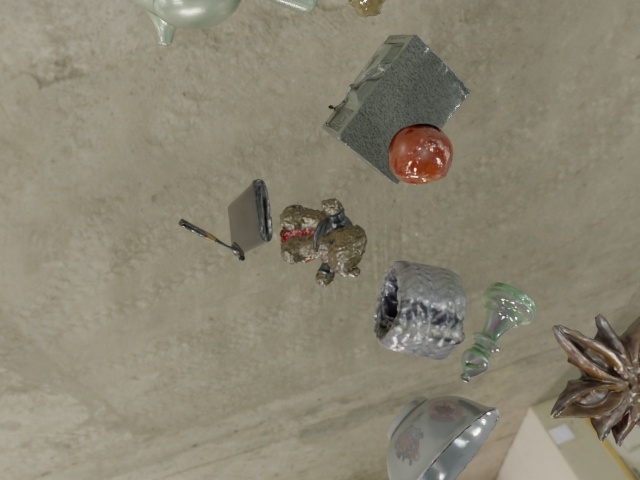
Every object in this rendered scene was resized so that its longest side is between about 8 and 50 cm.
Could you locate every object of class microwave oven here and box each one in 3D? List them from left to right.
[{"bbox_3d":[0.266,-0.496,1.684,0.374,0.236,0.432,33,100,-24],"label":"microwave oven"}]

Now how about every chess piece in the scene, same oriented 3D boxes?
[{"bbox_3d":[0.443,0.252,1.173,0.271,0.139,0.139,-52,137,-16],"label":"chess piece"}]

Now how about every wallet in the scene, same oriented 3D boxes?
[{"bbox_3d":[-0.279,-0.075,1.723,0.062,0.228,0.406,-7,174,-25],"label":"wallet"}]

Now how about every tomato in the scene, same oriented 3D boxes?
[{"bbox_3d":[0.318,-0.279,1.435,0.208,0.184,0.208,-4,173,0],"label":"tomato"}]

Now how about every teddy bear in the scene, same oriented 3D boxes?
[{"bbox_3d":[0.016,-0.006,0.944,0.129,0.251,0.181,-19,116,-30],"label":"teddy bear"}]

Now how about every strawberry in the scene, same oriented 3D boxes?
[{"bbox_3d":[-0.057,-0.023,1.647,0.187,0.184,0.201,-13,132,-46],"label":"strawberry"}]

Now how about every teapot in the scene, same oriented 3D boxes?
[{"bbox_3d":[-0.153,-0.430,0.710,0.318,0.220,0.149,-20,96,-8],"label":"teapot"}]

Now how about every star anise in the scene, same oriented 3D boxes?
[{"bbox_3d":[0.611,0.283,0.902,0.350,0.109,0.292,-13,97,-6],"label":"star anise"}]

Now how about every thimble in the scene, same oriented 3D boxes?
[{"bbox_3d":[0.220,0.161,1.029,0.157,0.245,0.217,10,93,-4],"label":"thimble"}]

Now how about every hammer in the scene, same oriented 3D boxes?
[{"bbox_3d":[-0.296,-0.007,1.230,0.201,0.078,0.021,31,101,-29],"label":"hammer"}]

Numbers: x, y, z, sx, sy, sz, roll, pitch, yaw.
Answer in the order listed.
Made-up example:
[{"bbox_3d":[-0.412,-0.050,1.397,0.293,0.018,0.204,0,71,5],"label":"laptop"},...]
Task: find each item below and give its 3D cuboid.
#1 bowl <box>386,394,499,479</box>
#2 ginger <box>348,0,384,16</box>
[{"bbox_3d":[0.270,0.496,1.116,0.346,0.157,0.345,-25,135,-28],"label":"bowl"},{"bbox_3d":[0.106,-0.907,1.487,0.304,0.155,0.244,23,116,-11],"label":"ginger"}]
